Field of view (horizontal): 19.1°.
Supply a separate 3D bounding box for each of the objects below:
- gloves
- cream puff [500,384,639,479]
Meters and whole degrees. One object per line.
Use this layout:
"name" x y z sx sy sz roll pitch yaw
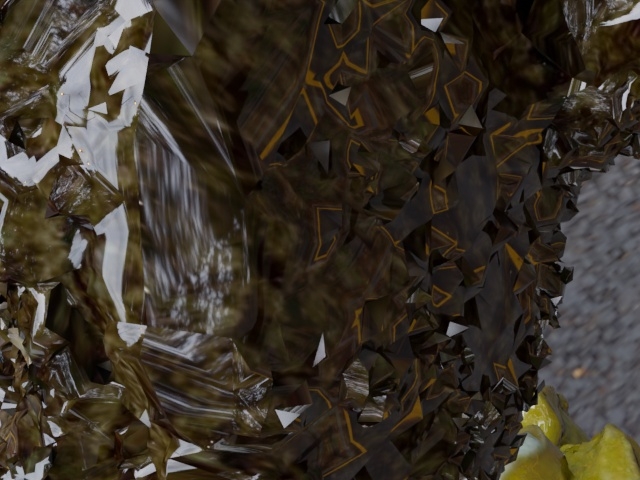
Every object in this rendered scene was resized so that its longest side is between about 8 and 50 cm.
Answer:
"gloves" -0.003 -0.005 0.436 0.135 0.210 0.312 31 150 26
"cream puff" 0.103 0.220 1.039 0.291 0.324 0.257 42 88 -3
